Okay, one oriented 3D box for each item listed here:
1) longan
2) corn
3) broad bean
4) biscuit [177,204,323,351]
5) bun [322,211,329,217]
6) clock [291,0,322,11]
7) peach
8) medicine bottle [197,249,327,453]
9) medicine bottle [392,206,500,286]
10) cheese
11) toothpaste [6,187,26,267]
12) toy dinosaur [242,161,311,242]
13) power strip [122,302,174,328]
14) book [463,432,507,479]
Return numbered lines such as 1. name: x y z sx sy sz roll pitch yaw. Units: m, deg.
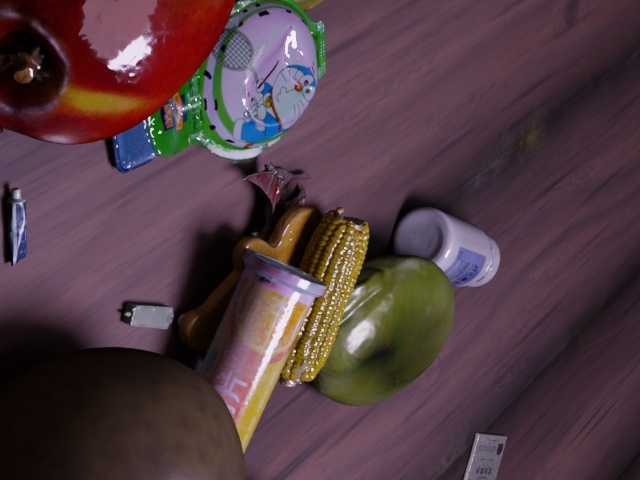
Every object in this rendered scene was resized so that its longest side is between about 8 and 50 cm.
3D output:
1. longan: -0.221 0.256 1.392 0.319 0.319 0.319 -27 124 -48
2. corn: -0.002 0.074 1.707 0.080 0.080 0.238 12 101 -56
3. broad bean: 0.077 0.126 1.895 0.291 0.119 0.238 1 117 -50
4. biscuit: -0.080 0.053 1.696 0.240 0.035 0.158 -51 145 -13
5. bun: 0.000 0.000 1.806 0.083 0.045 0.083 -38 143 -36
6. clock: -0.032 -0.389 1.601 0.237 0.057 0.237 -31 129 -48
7. peach: -0.183 -0.238 1.310 0.362 0.201 0.257 -37 131 -43
8. medicine bottle: -0.124 0.226 1.620 0.108 0.108 0.426 20 94 -56
9. medicine bottle: 0.195 0.015 2.050 0.187 0.103 0.102 19 87 -57
10. cheese: -0.108 -0.171 1.549 0.320 0.083 0.204 -30 131 -36
11. toothpaste: -0.310 -0.014 1.381 0.027 0.019 0.083 -49 146 -60
12. toy dinosaur: -0.054 -0.047 1.729 0.220 0.032 0.108 33 71 -67
13. power strip: -0.202 0.087 1.578 0.083 0.017 0.027 12 92 -57
14. book: 0.286 0.432 2.433 0.118 0.012 0.172 16 90 -56
